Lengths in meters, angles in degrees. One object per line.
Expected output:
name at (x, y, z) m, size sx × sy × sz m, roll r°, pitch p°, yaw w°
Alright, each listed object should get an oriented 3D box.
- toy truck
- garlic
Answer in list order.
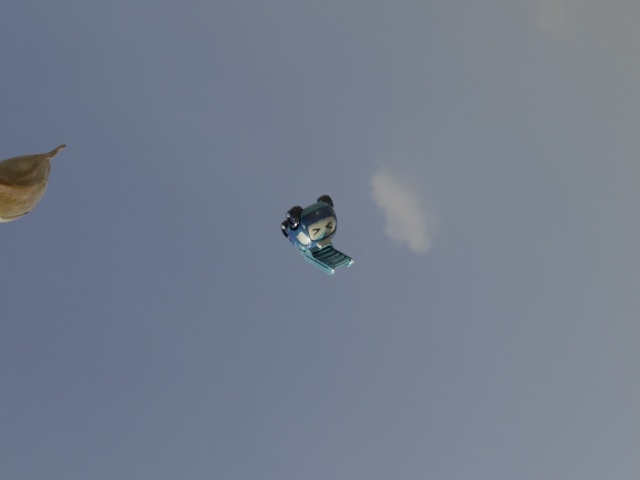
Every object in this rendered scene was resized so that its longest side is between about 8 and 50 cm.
toy truck at (0.000, 0.000, 1.055) m, size 0.056 × 0.073 × 0.090 m, roll -25°, pitch -105°, yaw -23°
garlic at (-0.378, -0.063, 1.129) m, size 0.066 × 0.084 × 0.152 m, roll 57°, pitch -145°, yaw 6°
